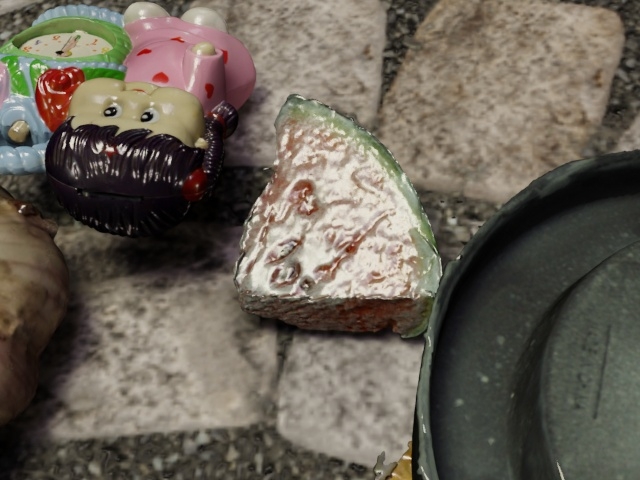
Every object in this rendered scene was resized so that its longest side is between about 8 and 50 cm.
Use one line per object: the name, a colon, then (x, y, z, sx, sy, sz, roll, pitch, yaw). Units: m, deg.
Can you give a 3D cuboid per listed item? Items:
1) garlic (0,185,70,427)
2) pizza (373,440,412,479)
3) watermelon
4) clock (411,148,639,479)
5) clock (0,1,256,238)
garlic: (-0.285, 0.055, 0.612, 0.245, 0.160, 0.244, 7, 49, -8)
pizza: (0.072, 0.167, 0.511, 0.194, 0.069, 0.154, -21, 59, -15)
watermelon: (0.000, 0.000, 0.645, 0.139, 0.071, 0.187, -32, 66, -2)
clock: (0.231, 0.115, 0.470, 0.387, 0.076, 0.386, 3, 53, -4)
clock: (-0.153, -0.088, 0.668, 0.194, 0.100, 0.195, 5, 37, 2)
